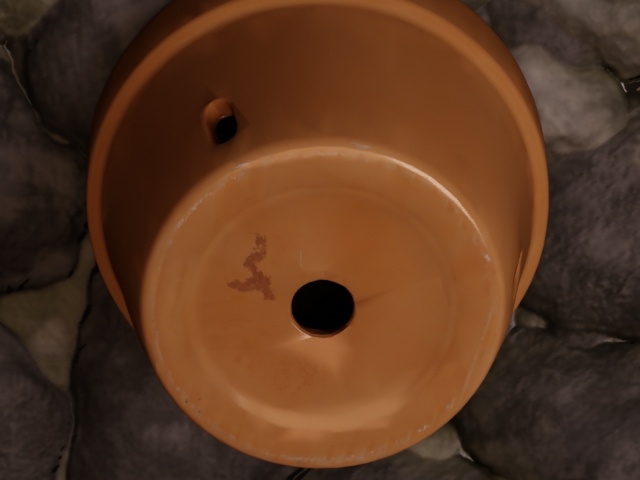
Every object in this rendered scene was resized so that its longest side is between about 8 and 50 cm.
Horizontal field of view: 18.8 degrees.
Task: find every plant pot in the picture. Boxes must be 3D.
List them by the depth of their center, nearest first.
[{"bbox_3d":[0.000,0.000,1.135,0.290,0.203,0.291,-1,114,-1],"label":"plant pot"}]
